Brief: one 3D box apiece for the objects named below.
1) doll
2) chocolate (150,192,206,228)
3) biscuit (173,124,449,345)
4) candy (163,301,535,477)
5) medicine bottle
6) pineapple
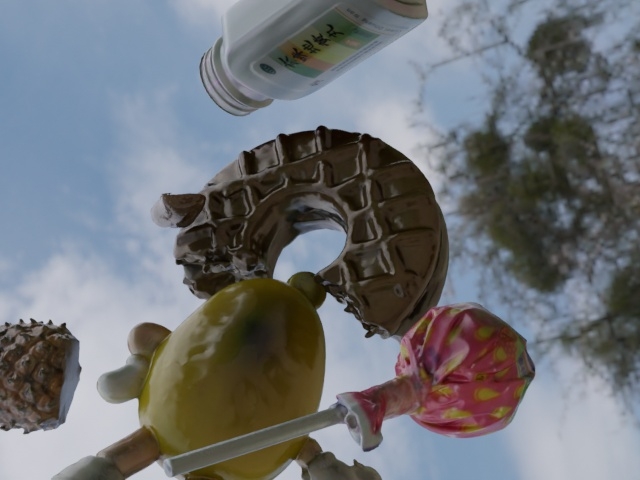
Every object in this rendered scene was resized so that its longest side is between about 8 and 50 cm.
[{"bbox_3d":[-0.113,0.227,1.528,0.423,0.161,0.348,-17,-114,-29],"label":"doll"},{"bbox_3d":[-0.176,-0.034,1.643,0.064,0.100,0.031,-3,-103,-20],"label":"chocolate"},{"bbox_3d":[0.000,-0.017,1.692,0.268,0.366,0.115,-62,-27,-21],"label":"biscuit"},{"bbox_3d":[0.029,0.136,1.088,0.365,0.124,0.124,-12,-95,-36],"label":"candy"},{"bbox_3d":[-0.023,-0.283,1.764,0.179,0.324,0.124,16,-121,-42],"label":"medicine bottle"},{"bbox_3d":[-0.508,0.168,1.739,0.165,0.364,0.165,-173,90,-88],"label":"pineapple"}]
